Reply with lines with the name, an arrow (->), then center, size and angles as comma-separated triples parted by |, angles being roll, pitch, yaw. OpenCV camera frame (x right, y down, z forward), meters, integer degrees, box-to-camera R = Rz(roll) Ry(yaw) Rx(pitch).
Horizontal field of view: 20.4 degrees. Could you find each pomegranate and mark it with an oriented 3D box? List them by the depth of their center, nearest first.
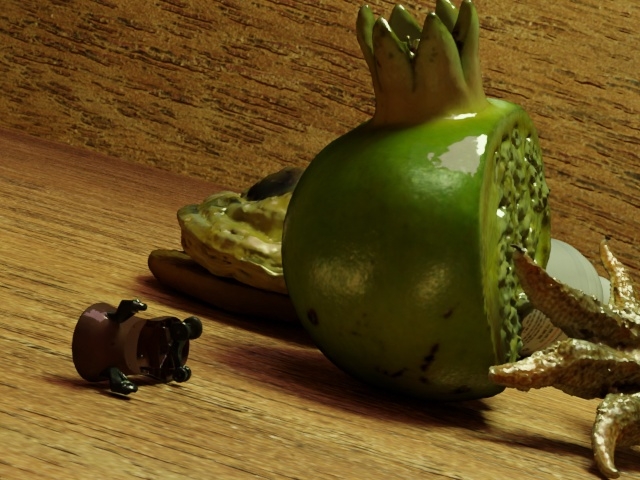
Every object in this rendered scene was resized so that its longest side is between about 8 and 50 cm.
pomegranate -> 0.072, -0.032, 1.556 | 0.216, 0.358, 0.310 | -5, 17, 23

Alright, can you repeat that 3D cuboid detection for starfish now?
starfish -> 0.251, 0.090, 1.508 | 0.293, 0.084, 0.301 | 7, 47, -46

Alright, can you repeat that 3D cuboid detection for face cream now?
face cream -> 0.245, 0.064, 2.068 | 0.145, 0.145, 0.370 | 17, 6, 36

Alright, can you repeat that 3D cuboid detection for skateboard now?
skateboard -> -0.143, 0.077, 1.300 | 0.080, 0.067, 0.151 | 5, -4, 18

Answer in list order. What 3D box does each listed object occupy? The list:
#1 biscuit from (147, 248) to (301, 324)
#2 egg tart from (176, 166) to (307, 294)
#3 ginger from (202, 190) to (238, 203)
biscuit -> -0.062, 0.055, 1.916 | 0.262, 0.037, 0.262 | 14, 4, -1
egg tart -> 0.000, 0.000, 1.827 | 0.297, 0.132, 0.297 | 20, 3, -1
ginger -> -0.066, 0.001, 2.098 | 0.166, 0.080, 0.333 | 3, -12, 11
